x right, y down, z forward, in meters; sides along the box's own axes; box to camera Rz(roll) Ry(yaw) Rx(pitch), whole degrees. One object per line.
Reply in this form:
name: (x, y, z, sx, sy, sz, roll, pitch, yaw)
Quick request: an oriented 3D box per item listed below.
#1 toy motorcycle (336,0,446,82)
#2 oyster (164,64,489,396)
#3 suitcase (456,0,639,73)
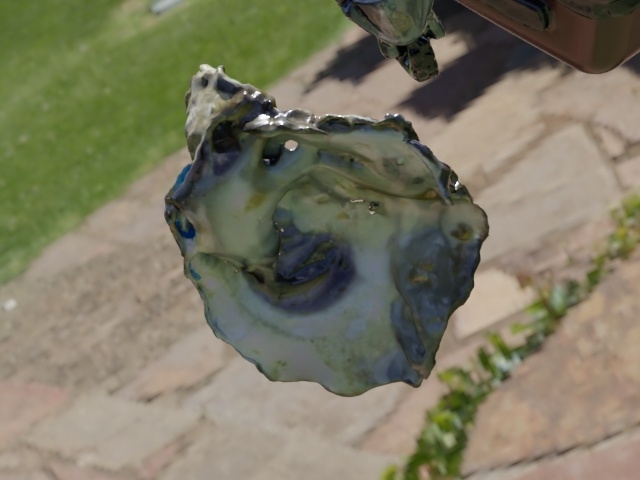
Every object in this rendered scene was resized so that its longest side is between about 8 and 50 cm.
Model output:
toy motorcycle: (0.045, -0.271, 1.548, 0.106, 0.270, 0.159, -22, -1, 9)
oyster: (0.000, 0.000, 1.145, 0.214, 0.223, 0.083, 12, 28, -2)
suitcase: (0.173, -0.277, 1.296, 0.236, 0.161, 0.297, -36, 57, -28)
